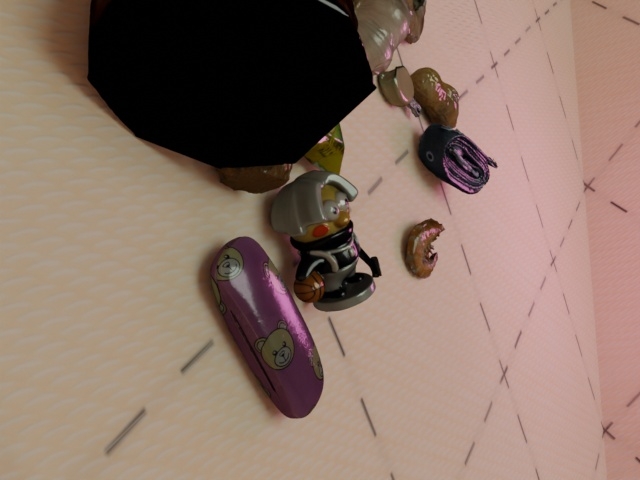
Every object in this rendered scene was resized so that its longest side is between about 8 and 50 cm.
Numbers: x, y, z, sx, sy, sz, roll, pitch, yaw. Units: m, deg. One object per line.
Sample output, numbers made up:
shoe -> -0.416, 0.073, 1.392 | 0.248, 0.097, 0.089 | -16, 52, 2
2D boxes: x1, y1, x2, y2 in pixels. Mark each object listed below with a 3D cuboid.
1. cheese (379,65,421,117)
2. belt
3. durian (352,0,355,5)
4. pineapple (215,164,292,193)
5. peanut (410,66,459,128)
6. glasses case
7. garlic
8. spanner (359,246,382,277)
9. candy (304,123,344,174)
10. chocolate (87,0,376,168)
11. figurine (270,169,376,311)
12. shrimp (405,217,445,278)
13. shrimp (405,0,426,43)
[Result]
cheese -> 0.192, -0.352, 1.929 | 0.171, 0.048, 0.092 | 15, 70, -56
belt -> 0.321, -0.204, 2.032 | 0.218, 0.128, 0.122 | 33, 90, -48
durian -> 0.024, -0.492, 1.663 | 0.140, 0.079, 0.224 | 110, -14, -48
pineapple -> -0.112, -0.203, 1.320 | 0.128, 0.128, 0.247 | 24, 56, -54
peanut -> 0.286, -0.356, 2.053 | 0.214, 0.100, 0.099 | 36, 51, -41
glasses case -> -0.079, 0.141, 1.299 | 0.316, 0.076, 0.123 | 64, 34, -23
garlic -> 0.128, -0.465, 1.775 | 0.178, 0.143, 0.229 | 41, 39, -44
spanner -> 0.084, 0.031, 1.544 | 0.208, 0.012, 0.046 | -128, -155, -71
candy -> -0.009, -0.205, 1.464 | 0.297, 0.081, 0.187 | 37, 42, -74
chocolate -> -0.125, -0.339, 1.142 | 0.384, 0.384, 0.331 | 42, 38, -45
figurine -> 0.000, 0.000, 1.425 | 0.176, 0.133, 0.236 | -39, 119, -47
shrimp -> 0.240, 0.016, 1.904 | 0.187, 0.052, 0.132 | -34, 128, -51
shrimp -> 0.222, -0.657, 2.055 | 0.247, 0.085, 0.360 | 34, 55, -61
